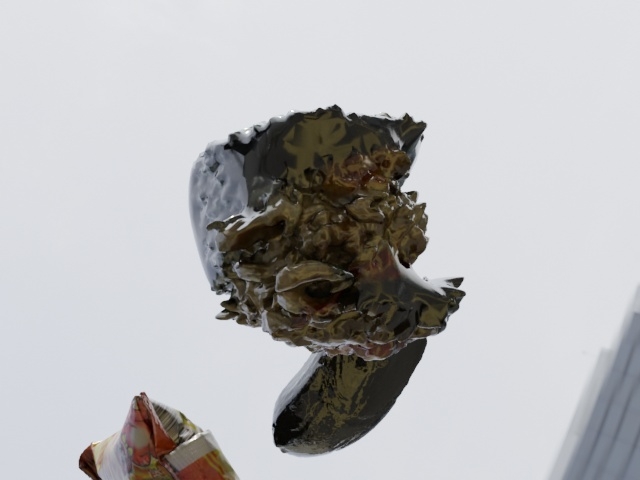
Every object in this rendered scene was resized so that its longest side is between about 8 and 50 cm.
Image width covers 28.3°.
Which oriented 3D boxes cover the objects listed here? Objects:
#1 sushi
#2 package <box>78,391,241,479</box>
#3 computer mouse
[{"bbox_3d":[0.001,0.005,1.094,0.238,0.225,0.219,-16,-99,-23],"label":"sushi"},{"bbox_3d":[-0.161,0.286,1.442,0.108,0.288,0.223,-37,-94,-25],"label":"package"},{"bbox_3d":[0.031,0.160,1.414,0.122,0.073,0.217,31,-86,-34],"label":"computer mouse"}]
